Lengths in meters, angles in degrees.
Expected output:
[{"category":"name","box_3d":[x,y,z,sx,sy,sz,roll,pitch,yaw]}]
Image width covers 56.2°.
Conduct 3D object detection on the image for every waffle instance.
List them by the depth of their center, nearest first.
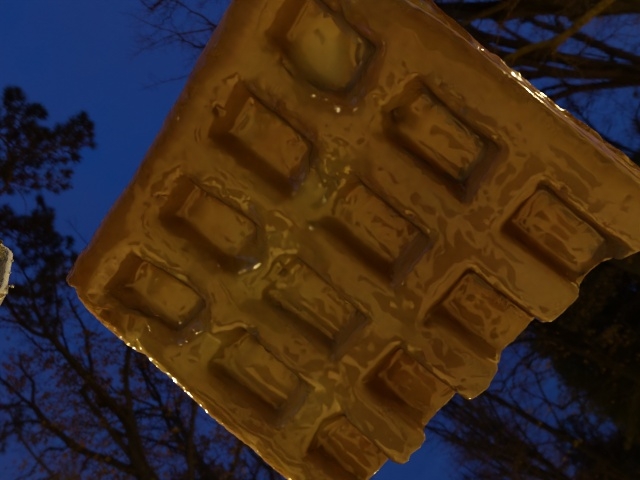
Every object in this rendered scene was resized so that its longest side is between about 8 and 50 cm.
[{"category":"waffle","box_3d":[0.000,0.000,0.425,0.348,0.304,0.077,-52,-3,19]}]

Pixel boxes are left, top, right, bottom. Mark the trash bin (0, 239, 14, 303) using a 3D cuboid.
[{"category":"trash bin","box_3d":[-0.551,0.142,0.728,0.256,0.296,0.367,30,-85,-28]}]
